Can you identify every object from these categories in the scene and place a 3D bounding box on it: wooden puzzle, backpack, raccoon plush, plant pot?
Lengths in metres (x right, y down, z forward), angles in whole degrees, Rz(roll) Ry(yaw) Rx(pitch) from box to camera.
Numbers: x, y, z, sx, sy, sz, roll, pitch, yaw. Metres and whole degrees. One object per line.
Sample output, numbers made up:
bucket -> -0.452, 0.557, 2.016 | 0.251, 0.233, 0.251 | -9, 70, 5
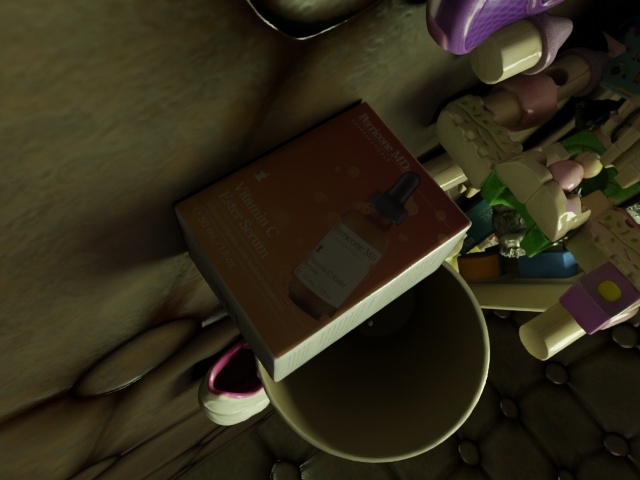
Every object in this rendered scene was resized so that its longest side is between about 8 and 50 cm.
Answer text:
wooden puzzle -> 0.430, 0.047, 1.103 | 0.347, 0.081, 0.322 | -18, -171, -38
backpack -> 0.464, -0.248, 0.682 | 0.116, 0.158, 0.173 | 2, 128, -39
raccoon plush -> 0.501, -0.033, 0.890 | 0.216, 0.446, 0.299 | 18, 105, -57
plant pot -> 0.070, 0.103, 0.718 | 0.256, 0.256, 0.274 | -40, 180, 10

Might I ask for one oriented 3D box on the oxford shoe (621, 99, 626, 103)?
oxford shoe -> 0.762, -0.313, 1.290 | 0.271, 0.097, 0.098 | -15, 173, -45

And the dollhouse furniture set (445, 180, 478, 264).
dollhouse furniture set -> 0.202, -0.027, 0.823 | 0.160, 0.101, 0.182 | -36, 164, -4

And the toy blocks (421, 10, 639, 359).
toy blocks -> 0.290, -0.082, 0.525 | 0.260, 0.289, 0.309 | -26, 160, -16

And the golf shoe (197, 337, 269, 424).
golf shoe -> -0.051, 0.174, 0.839 | 0.306, 0.115, 0.140 | -33, 161, -19

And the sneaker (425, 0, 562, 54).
sneaker -> 0.172, -0.183, 0.314 | 0.236, 0.105, 0.095 | -37, 166, 2

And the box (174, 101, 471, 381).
box -> 0.000, 0.000, 0.410 | 0.170, 0.130, 0.091 | -33, 163, -17

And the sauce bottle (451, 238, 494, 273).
sauce bottle -> 0.329, 0.112, 1.488 | 0.344, 0.111, 0.111 | -39, 164, 11

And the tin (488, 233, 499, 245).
tin -> 0.555, -0.041, 1.542 | 0.190, 0.106, 0.040 | -47, 162, 32

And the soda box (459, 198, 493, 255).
soda box -> 0.375, -0.058, 1.177 | 0.210, 0.067, 0.071 | -36, 164, -2
